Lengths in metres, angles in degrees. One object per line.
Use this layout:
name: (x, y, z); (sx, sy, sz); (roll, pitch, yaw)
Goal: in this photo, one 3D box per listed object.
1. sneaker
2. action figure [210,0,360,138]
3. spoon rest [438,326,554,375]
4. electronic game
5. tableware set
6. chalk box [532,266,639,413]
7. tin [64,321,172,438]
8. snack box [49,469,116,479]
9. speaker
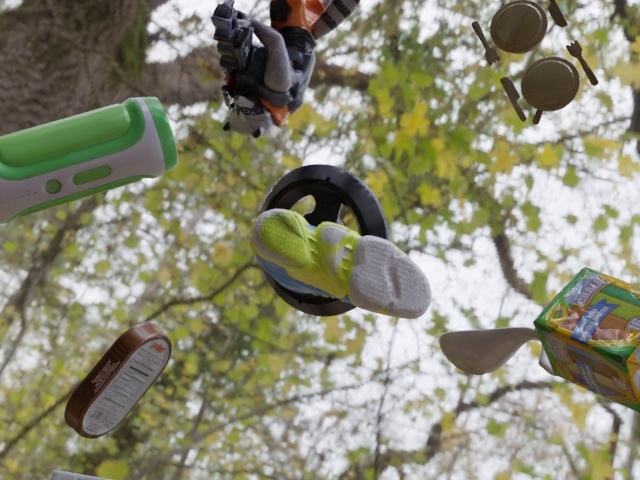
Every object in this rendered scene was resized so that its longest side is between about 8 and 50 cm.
sneaker: (0.021, 0.034, 1.404); (0.240, 0.091, 0.126); (27, -17, -4)
action figure: (-0.055, -0.308, 1.704); (0.178, 0.330, 0.341); (25, -1, 5)
spoon rest: (0.347, 0.212, 2.156); (0.137, 0.084, 0.276); (39, -25, -32)
electronic game: (0.000, 0.000, 1.666); (0.229, 0.048, 0.229); (3, -83, 31)
tableware set: (0.318, -0.269, 1.652); (0.128, 0.194, 0.039); (-26, -23, 11)
chalk box: (0.414, 0.138, 1.659); (0.213, 0.132, 0.132); (23, -29, 45)
tin: (-0.287, 0.202, 1.599); (0.040, 0.189, 0.106); (36, -5, 25)
snack box: (-0.223, 0.380, 1.299); (0.322, 0.187, 0.060); (-1, -27, 39)
speaker: (-0.364, -0.116, 1.612); (0.296, 0.131, 0.131); (-18, -34, -16)
